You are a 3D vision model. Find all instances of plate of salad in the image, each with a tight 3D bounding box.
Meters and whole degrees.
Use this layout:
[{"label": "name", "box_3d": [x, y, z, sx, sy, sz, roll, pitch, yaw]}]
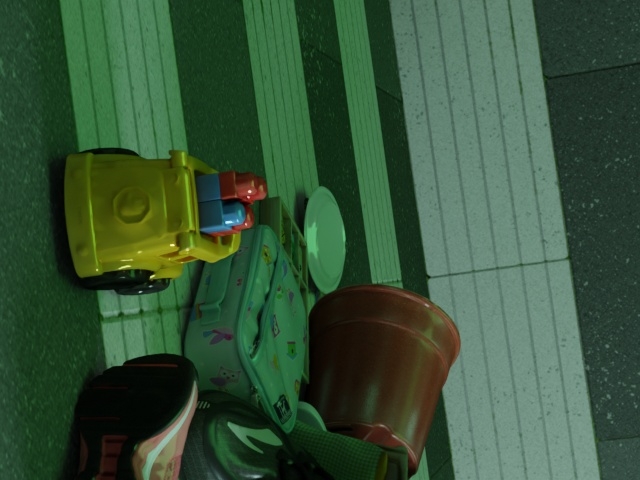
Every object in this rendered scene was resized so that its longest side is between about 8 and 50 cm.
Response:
[{"label": "plate of salad", "box_3d": [0.000, 0.000, 2.555, 0.200, 0.048, 0.199, -4, 90, -67]}]

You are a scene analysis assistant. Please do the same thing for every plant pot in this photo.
[{"label": "plant pot", "box_3d": [0.086, 0.261, 2.340, 0.272, 0.273, 0.265, 69, 25, -43]}]

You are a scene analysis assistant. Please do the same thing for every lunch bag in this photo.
[{"label": "lunch bag", "box_3d": [-0.098, 0.126, 1.911, 0.279, 0.108, 0.224, -83, 160, -49]}]

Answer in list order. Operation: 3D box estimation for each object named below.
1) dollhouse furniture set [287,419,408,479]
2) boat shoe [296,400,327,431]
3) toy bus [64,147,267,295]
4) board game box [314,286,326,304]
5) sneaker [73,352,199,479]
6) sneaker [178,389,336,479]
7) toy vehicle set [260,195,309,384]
[{"label": "dollhouse furniture set", "box_3d": [0.017, 0.426, 1.945, 0.151, 0.198, 0.301, -56, 150, -53]}, {"label": "boat shoe", "box_3d": [-0.025, 0.342, 2.167, 0.084, 0.095, 0.258, -86, 173, -56]}, {"label": "toy bus", "box_3d": [-0.156, -0.029, 1.535, 0.220, 0.212, 0.149, 30, 51, -76]}, {"label": "board game box", "box_3d": [0.022, 0.160, 2.579, 0.133, 0.033, 0.168, 68, 20, -47]}, {"label": "sneaker", "box_3d": [-0.202, 0.253, 1.444, 0.313, 0.116, 0.136, -74, 164, -46]}, {"label": "sneaker", "box_3d": [0.010, 0.341, 1.738, 0.483, 0.202, 0.185, 41, 47, -18]}, {"label": "toy vehicle set", "box_3d": [-0.059, 0.083, 2.269, 0.166, 0.035, 0.266, 60, 25, -58]}]
